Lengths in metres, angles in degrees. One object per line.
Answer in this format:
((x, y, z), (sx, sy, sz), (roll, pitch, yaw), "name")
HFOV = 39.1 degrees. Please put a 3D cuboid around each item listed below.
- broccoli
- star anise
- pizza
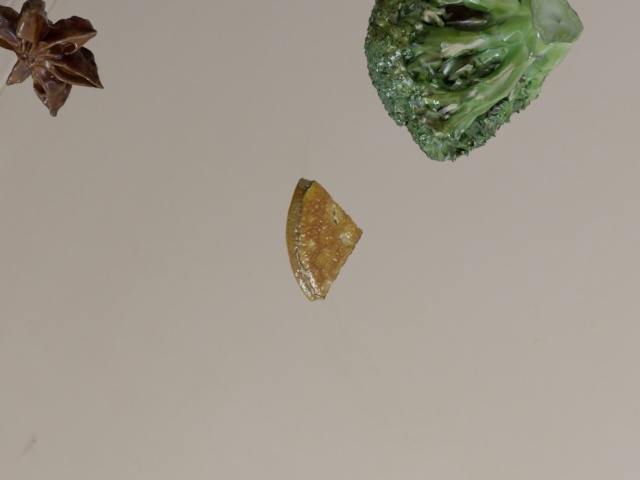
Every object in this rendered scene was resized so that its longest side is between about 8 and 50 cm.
((0.188, -0.261, 1.140), (0.308, 0.307, 0.275), (31, 159, -24), "broccoli")
((-0.413, -0.293, 1.340), (0.212, 0.111, 0.196), (49, 150, -15), "star anise")
((-0.001, 0.000, 1.288), (0.046, 0.175, 0.134), (3, 180, 45), "pizza")
